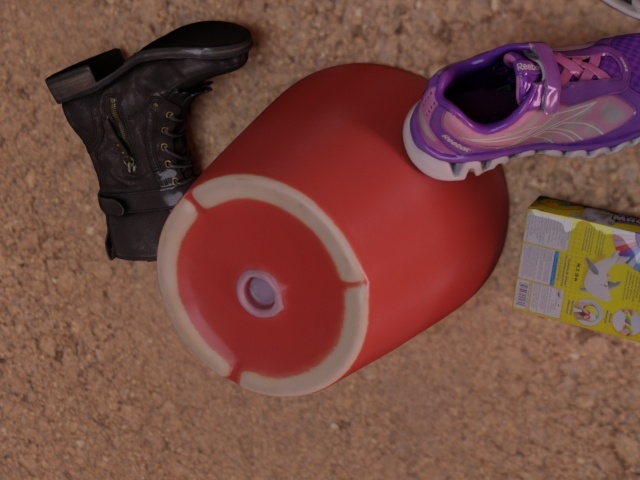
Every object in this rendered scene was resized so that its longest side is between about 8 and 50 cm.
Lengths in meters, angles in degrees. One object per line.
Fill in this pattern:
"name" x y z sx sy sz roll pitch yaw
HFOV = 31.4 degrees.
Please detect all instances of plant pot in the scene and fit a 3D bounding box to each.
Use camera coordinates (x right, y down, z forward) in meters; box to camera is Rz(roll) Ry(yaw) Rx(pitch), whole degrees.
"plant pot" 0.000 0.000 1.006 0.274 0.243 0.275 10 115 23

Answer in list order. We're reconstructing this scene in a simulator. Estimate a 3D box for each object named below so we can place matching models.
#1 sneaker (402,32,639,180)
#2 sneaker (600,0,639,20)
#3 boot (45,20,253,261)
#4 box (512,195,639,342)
"sneaker" 0.181 -0.119 0.901 0.236 0.104 0.095 -14 67 -1
"sneaker" 0.281 -0.186 0.878 0.212 0.094 0.080 21 116 18
"boot" -0.144 -0.088 1.147 0.262 0.091 0.229 -9 111 33
"box" 0.266 0.031 1.004 0.179 0.043 0.105 16 116 23
